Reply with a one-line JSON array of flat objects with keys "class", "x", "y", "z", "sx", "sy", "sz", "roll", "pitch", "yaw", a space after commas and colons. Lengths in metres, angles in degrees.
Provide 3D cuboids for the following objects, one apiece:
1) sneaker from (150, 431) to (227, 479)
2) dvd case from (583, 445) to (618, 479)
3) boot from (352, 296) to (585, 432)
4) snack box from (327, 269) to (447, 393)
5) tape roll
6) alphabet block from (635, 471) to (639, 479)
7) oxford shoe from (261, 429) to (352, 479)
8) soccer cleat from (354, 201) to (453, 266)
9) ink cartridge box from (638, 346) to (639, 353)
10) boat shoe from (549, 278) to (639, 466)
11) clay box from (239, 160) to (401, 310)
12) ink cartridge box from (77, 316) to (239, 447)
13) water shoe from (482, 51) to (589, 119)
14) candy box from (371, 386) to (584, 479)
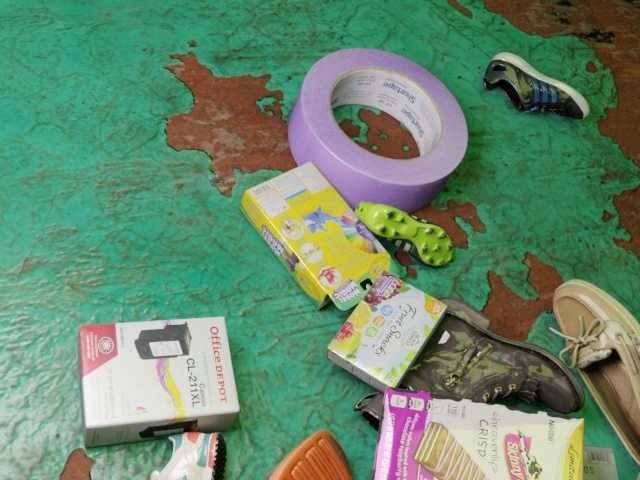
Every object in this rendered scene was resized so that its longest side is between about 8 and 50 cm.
[{"class": "sneaker", "x": -0.156, "y": 0.293, "z": 0.878, "sx": 0.075, "sy": 0.057, "sz": 0.161, "roll": 3, "pitch": 61, "yaw": 11}, {"class": "dvd case", "x": 0.287, "y": 0.362, "z": 0.931, "sx": 0.179, "sy": 0.029, "sz": 0.239, "roll": 8, "pitch": 59, "yaw": -13}, {"class": "boot", "x": 0.198, "y": 0.221, "z": 1.033, "sx": 0.263, "sy": 0.091, "sz": 0.229, "roll": 32, "pitch": 59, "yaw": 8}, {"class": "snack box", "x": 0.087, "y": 0.119, "z": 1.017, "sx": 0.100, "sy": 0.037, "sz": 0.141, "roll": 30, "pitch": 61, "yaw": 15}, {"class": "tape roll", "x": 0.091, "y": -0.175, "z": 1.239, "sx": 0.274, "sy": 0.090, "sz": 0.275, "roll": 9, "pitch": 55, "yaw": -14}, {"class": "alphabet block", "x": 0.470, "y": 0.348, "z": 0.863, "sx": 0.192, "sy": 0.193, "sz": 0.197, "roll": -9, "pitch": 50, "yaw": 3}, {"class": "oxford shoe", "x": -0.075, "y": 0.335, "z": 0.828, "sx": 0.130, "sy": 0.132, "sz": 0.364, "roll": 60, "pitch": 34, "yaw": -11}, {"class": "soccer cleat", "x": 0.126, "y": -0.014, "z": 1.144, "sx": 0.179, "sy": 0.060, "sz": 0.072, "roll": 27, "pitch": 5, "yaw": -37}, {"class": "ink cartridge box", "x": 0.585, "y": 0.215, "z": 1.072, "sx": 0.207, "sy": 0.117, "sz": 0.283, "roll": -22, "pitch": 78, "yaw": -54}, {"class": "boat shoe", "x": 0.417, "y": 0.185, "z": 1.109, "sx": 0.089, "sy": 0.104, "sz": 0.285, "roll": -20, "pitch": 67, "yaw": -32}, {"class": "clay box", "x": 0.000, "y": 0.000, "z": 1.115, "sx": 0.127, "sy": 0.053, "sz": 0.222, "roll": -28, "pitch": 72, "yaw": -33}, {"class": "ink cartridge box", "x": -0.194, "y": 0.164, "z": 0.928, "sx": 0.175, "sy": 0.072, "sz": 0.127, "roll": -2, "pitch": 59, "yaw": -20}, {"class": "water shoe", "x": 0.389, "y": -0.261, "z": 1.425, "sx": 0.203, "sy": 0.073, "sz": 0.080, "roll": 31, "pitch": 80, "yaw": 2}, {"class": "candy box", "x": 0.178, "y": 0.270, "z": 0.901, "sx": 0.233, "sy": 0.071, "sz": 0.159, "roll": 8, "pitch": 62, "yaw": 6}]
